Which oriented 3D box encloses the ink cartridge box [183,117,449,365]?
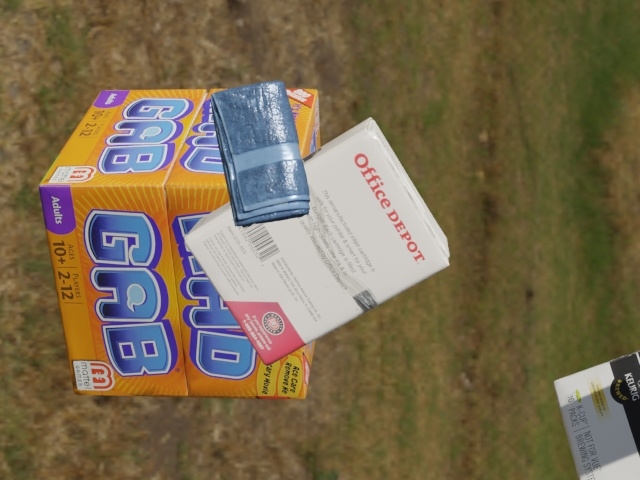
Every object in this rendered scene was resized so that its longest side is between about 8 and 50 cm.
[{"bbox_3d":[0.000,0.000,1.294,0.172,0.237,0.100,58,13,-10],"label":"ink cartridge box"}]

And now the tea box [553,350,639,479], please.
[{"bbox_3d":[0.485,0.293,1.381,0.220,0.324,0.329,55,21,-40],"label":"tea box"}]

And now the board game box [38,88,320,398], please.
[{"bbox_3d":[-0.188,-0.004,1.823,0.356,0.357,0.356,-81,170,-61],"label":"board game box"}]

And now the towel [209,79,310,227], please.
[{"bbox_3d":[-0.050,-0.073,0.978,0.029,0.067,0.119,88,-10,-78],"label":"towel"}]
